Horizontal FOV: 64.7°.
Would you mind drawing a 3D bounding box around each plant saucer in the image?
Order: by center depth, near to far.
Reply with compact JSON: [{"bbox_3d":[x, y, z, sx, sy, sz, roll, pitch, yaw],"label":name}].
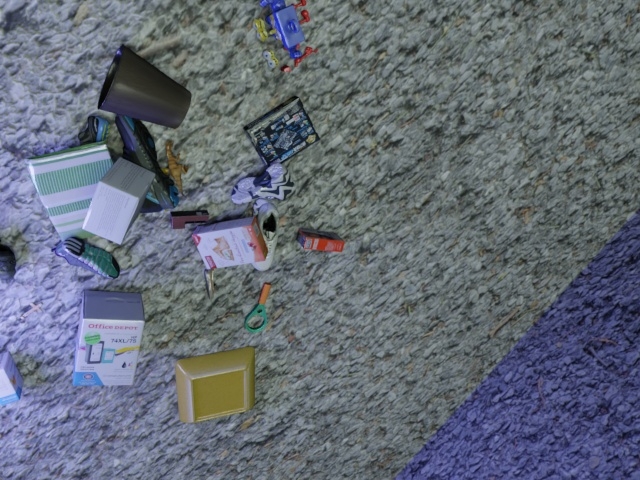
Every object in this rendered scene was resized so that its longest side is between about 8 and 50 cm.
[{"bbox_3d":[-0.428,0.627,2.120,0.333,0.081,0.332,-7,116,-20],"label":"plant saucer"}]

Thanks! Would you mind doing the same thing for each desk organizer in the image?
[{"bbox_3d":[-0.462,-0.074,1.783,0.130,0.047,0.050,-4,118,-21],"label":"desk organizer"}]

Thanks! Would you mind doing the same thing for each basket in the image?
[{"bbox_3d":[-0.520,-0.442,1.520,0.227,0.154,0.204,20,84,-35],"label":"basket"}]

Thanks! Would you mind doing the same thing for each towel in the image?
[{"bbox_3d":[-0.743,-0.147,1.590,0.248,0.038,0.324,-16,136,-14],"label":"towel"}]

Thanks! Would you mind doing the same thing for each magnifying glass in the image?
[{"bbox_3d":[-0.246,0.277,2.059,0.092,0.026,0.230,9,109,-26],"label":"magnifying glass"}]

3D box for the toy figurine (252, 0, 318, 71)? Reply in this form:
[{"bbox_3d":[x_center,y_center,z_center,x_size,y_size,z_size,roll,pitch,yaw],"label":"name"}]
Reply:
[{"bbox_3d":[-0.098,-0.692,1.535,0.191,0.217,0.362,-26,122,-10],"label":"toy figurine"}]

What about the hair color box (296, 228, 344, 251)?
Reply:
[{"bbox_3d":[0.000,0.000,1.988,0.167,0.093,0.053,5,111,-25],"label":"hair color box"}]

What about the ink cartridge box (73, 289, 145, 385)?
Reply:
[{"bbox_3d":[-0.745,0.340,1.774,0.198,0.197,0.270,7,111,-26],"label":"ink cartridge box"}]

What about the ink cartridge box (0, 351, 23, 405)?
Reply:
[{"bbox_3d":[-1.094,0.461,1.740,0.062,0.104,0.181,-16,120,-16],"label":"ink cartridge box"}]

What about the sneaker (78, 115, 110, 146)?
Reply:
[{"bbox_3d":[-0.712,-0.299,1.564,0.078,0.067,0.188,29,112,1],"label":"sneaker"}]

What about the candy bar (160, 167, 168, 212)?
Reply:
[{"bbox_3d":[-0.540,-0.168,1.720,0.040,0.018,0.161,0,115,-19],"label":"candy bar"}]

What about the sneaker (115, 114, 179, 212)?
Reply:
[{"bbox_3d":[-0.583,-0.238,1.607,0.140,0.125,0.340,-16,113,7],"label":"sneaker"}]

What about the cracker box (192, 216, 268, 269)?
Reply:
[{"bbox_3d":[-0.322,0.011,1.814,0.232,0.067,0.155,-9,122,14],"label":"cracker box"}]

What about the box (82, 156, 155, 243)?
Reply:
[{"bbox_3d":[-0.600,-0.121,1.511,0.119,0.181,0.182,25,118,-15],"label":"box"}]

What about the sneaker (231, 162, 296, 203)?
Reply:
[{"bbox_3d":[-0.191,-0.178,1.818,0.235,0.094,0.153,-31,147,16],"label":"sneaker"}]

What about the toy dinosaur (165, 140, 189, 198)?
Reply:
[{"bbox_3d":[-0.475,-0.220,1.661,0.064,0.112,0.211,-20,85,8],"label":"toy dinosaur"}]

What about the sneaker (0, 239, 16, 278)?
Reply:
[{"bbox_3d":[-1.073,0.048,1.561,0.228,0.087,0.130,4,111,-28],"label":"sneaker"}]

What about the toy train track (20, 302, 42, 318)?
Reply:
[{"bbox_3d":[-0.992,0.243,1.731,0.083,0.014,0.048,-36,123,-3],"label":"toy train track"}]

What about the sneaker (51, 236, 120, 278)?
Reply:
[{"bbox_3d":[-0.790,0.066,1.712,0.098,0.083,0.223,-18,137,26],"label":"sneaker"}]

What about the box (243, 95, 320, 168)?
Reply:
[{"bbox_3d":[-0.132,-0.375,1.772,0.220,0.051,0.175,-34,123,-5],"label":"box"}]

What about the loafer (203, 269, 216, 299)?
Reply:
[{"bbox_3d":[-0.415,0.167,1.924,0.039,0.045,0.125,-15,117,-23],"label":"loafer"}]

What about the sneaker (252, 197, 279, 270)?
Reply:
[{"bbox_3d":[-0.207,-0.009,1.883,0.110,0.118,0.292,-4,117,-23],"label":"sneaker"}]
